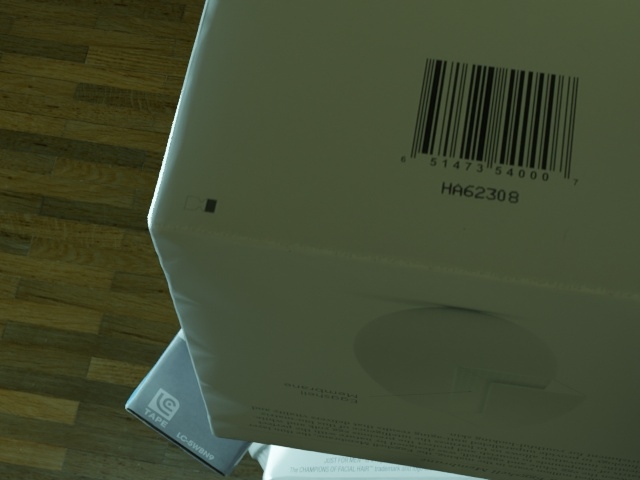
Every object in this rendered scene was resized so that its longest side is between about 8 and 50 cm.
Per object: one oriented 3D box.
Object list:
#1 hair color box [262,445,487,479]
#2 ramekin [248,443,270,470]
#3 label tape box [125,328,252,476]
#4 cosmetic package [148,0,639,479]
[{"bbox_3d":[0.096,0.009,0.768,0.110,0.185,0.338,44,-132,-47],"label":"hair color box"},{"bbox_3d":[0.045,0.184,1.153,0.109,0.207,0.207,62,177,14],"label":"ramekin"},{"bbox_3d":[0.000,0.000,1.021,0.333,0.106,0.240,-54,0,24],"label":"label tape box"},{"bbox_3d":[0.062,0.005,0.542,0.224,0.224,0.138,89,-169,-61],"label":"cosmetic package"}]
